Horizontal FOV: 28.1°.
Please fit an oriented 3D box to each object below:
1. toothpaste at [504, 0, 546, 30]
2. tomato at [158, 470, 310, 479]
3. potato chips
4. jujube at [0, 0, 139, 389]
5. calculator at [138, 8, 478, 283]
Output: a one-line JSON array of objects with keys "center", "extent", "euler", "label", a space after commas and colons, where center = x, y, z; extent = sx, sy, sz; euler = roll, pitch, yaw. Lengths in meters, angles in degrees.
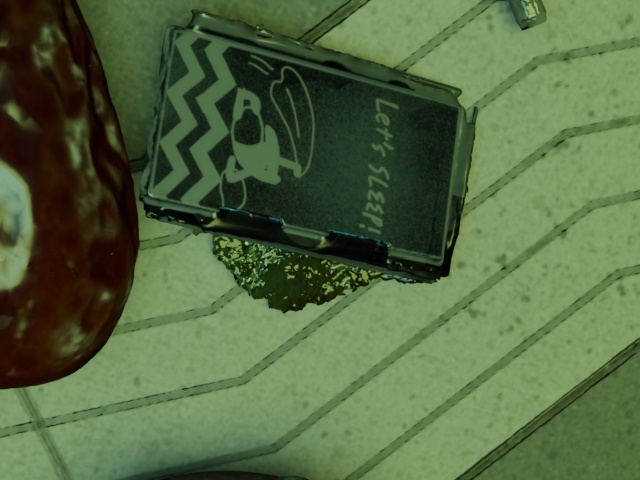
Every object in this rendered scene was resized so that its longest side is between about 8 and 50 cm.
[{"center": [0.130, -0.287, 1.012], "extent": [0.078, 0.047, 0.248], "euler": [-23, 101, -10], "label": "toothpaste"}, {"center": [-0.075, 0.319, 0.953], "extent": [0.317, 0.316, 0.282], "euler": [-9, 116, -8], "label": "tomato"}, {"center": [0.000, 0.000, 1.052], "extent": [0.209, 0.026, 0.142], "euler": [21, 98, -12], "label": "potato chips"}, {"center": [-0.244, -0.048, 0.918], "extent": [0.223, 0.223, 0.317], "euler": [-4, 93, -9], "label": "jujube"}, {"center": [-0.001, -0.070, 0.996], "extent": [0.274, 0.028, 0.165], "euler": [13, 81, -25], "label": "calculator"}]
